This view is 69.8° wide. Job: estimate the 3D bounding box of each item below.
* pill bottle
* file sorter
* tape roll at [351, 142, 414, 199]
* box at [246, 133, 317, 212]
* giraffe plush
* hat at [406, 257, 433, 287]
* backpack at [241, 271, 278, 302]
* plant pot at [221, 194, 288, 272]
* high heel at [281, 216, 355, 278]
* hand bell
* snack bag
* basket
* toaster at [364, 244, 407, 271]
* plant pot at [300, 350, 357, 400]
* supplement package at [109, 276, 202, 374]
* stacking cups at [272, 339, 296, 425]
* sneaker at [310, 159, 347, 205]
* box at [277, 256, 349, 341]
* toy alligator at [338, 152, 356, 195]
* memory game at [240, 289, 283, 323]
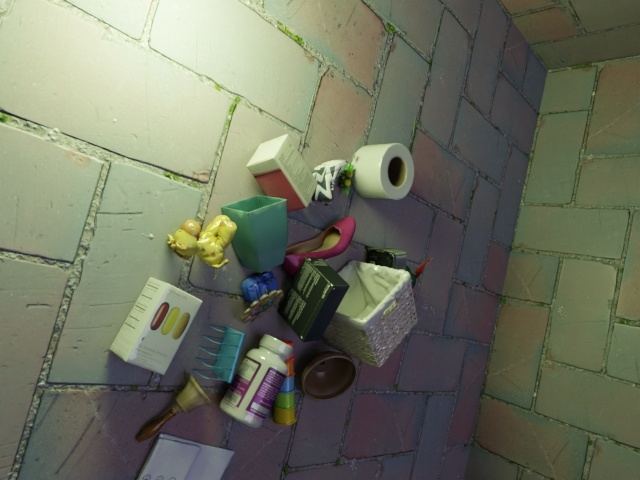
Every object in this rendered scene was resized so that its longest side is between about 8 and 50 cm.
[{"bbox_3d":[-0.221,0.501,1.660,0.169,0.169,0.301,43,67,-38],"label":"pill bottle"},{"bbox_3d":[-0.350,0.379,1.560,0.104,0.118,0.170,21,81,-39],"label":"file sorter"},{"bbox_3d":[0.274,-0.301,2.020,0.246,0.169,0.246,-8,102,-42],"label":"tape roll"},{"bbox_3d":[-0.132,-0.234,1.648,0.232,0.127,0.148,56,37,-32],"label":"box"},{"bbox_3d":[-0.386,0.002,1.447,0.170,0.181,0.210,21,64,-31],"label":"giraffe plush"},{"bbox_3d":[0.462,0.207,2.256,0.173,0.183,0.208,-46,124,-29],"label":"hat"},{"bbox_3d":[-0.221,0.169,1.665,0.120,0.101,0.098,-20,102,-36],"label":"backpack"},{"bbox_3d":[-0.214,-0.019,1.606,0.165,0.166,0.234,-24,115,-39],"label":"plant pot"},{"bbox_3d":[0.000,0.000,1.823,0.377,0.127,0.181,-50,137,-23],"label":"high heel"},{"bbox_3d":[-0.485,0.559,1.484,0.242,0.126,0.126,-35,119,-20],"label":"hand bell"},{"bbox_3d":[-0.480,0.845,1.554,0.342,0.037,0.323,38,70,-40],"label":"snack bag"},{"bbox_3d":[0.187,0.294,1.910,0.328,0.331,0.266,-40,123,-32],"label":"basket"},{"bbox_3d":[0.295,0.113,2.100,0.110,0.168,0.185,-6,101,-46],"label":"toaster"},{"bbox_3d":[0.023,0.541,1.909,0.237,0.110,0.237,-9,119,-17],"label":"plant pot"},{"bbox_3d":[-0.496,0.255,1.391,0.139,0.134,0.244,38,70,-40],"label":"supplement package"},{"bbox_3d":[-0.142,0.554,1.795,0.096,0.096,0.316,-6,99,-43],"label":"stacking cups"},{"bbox_3d":[0.029,-0.224,1.851,0.235,0.094,0.153,-34,119,-35],"label":"sneaker"},{"bbox_3d":[-0.030,0.221,1.728,0.103,0.184,0.261,7,118,-43],"label":"box"},{"bbox_3d":[0.110,-0.287,1.951,0.051,0.056,0.189,11,88,-3],"label":"toy alligator"},{"bbox_3d":[-0.209,0.240,1.660,0.186,0.012,0.186,-34,161,-13],"label":"memory game"}]
